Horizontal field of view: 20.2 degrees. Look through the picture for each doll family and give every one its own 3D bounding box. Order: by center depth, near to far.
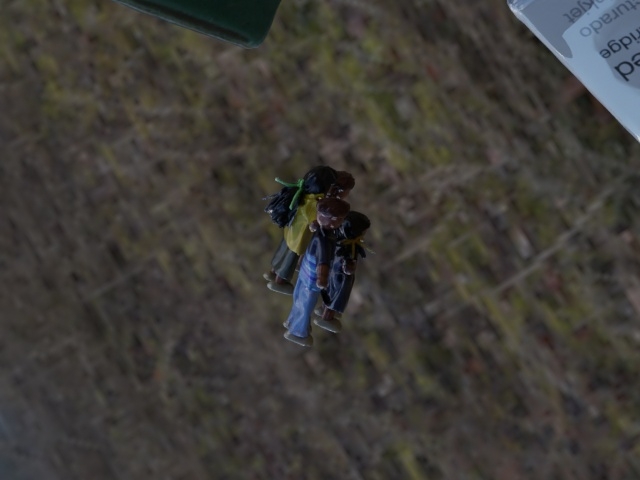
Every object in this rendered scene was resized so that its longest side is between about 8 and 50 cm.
[{"bbox_3d":[0.000,0.000,1.364,0.193,0.076,0.111,-121,48,-60],"label":"doll family"}]

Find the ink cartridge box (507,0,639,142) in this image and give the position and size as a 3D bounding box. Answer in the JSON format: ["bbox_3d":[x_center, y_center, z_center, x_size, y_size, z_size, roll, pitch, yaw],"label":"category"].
[{"bbox_3d":[0.168,-0.064,0.503,0.208,0.153,0.087,39,-148,-32],"label":"ink cartridge box"}]

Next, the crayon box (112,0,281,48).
[{"bbox_3d":[-0.047,-0.250,0.582,0.203,0.323,0.083,30,-170,33],"label":"crayon box"}]
